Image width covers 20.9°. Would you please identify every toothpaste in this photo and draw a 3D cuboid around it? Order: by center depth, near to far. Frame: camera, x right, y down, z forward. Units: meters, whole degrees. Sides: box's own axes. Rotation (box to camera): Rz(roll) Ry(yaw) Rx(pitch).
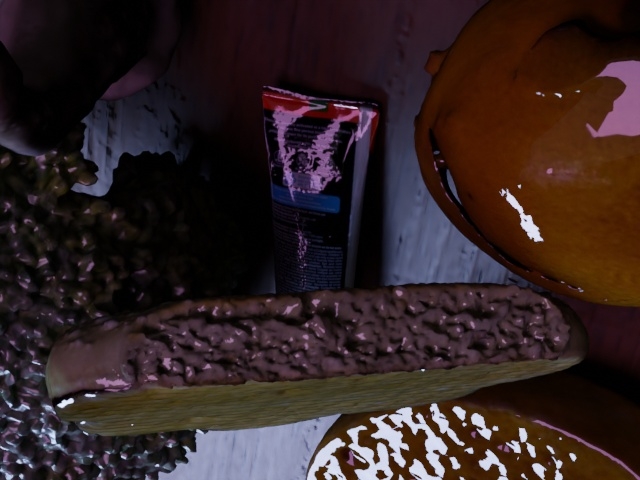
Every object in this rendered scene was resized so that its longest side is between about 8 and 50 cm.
[{"bbox_3d":[0.000,0.000,1.037,0.071,0.045,0.193,9,119,16],"label":"toothpaste"}]

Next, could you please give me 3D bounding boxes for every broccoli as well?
[{"bbox_3d":[-0.180,0.042,1.027,0.260,0.235,0.288,6,133,17],"label":"broccoli"}]

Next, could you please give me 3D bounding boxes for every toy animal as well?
[{"bbox_3d":[-0.163,-0.222,0.869,0.194,0.303,0.344,2,98,24],"label":"toy animal"}]

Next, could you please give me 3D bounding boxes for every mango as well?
[{"bbox_3d":[0.184,-0.045,0.814,0.287,0.152,0.201,13,132,23],"label":"mango"}]

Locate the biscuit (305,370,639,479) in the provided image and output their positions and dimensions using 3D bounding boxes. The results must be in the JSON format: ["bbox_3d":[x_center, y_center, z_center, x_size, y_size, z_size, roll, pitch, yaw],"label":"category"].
[{"bbox_3d":[0.144,0.245,1.102,0.350,0.070,0.394,-6,117,36],"label":"biscuit"}]

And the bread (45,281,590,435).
[{"bbox_3d":[-0.015,0.062,0.905,0.207,0.287,0.056,152,114,-63],"label":"bread"}]
